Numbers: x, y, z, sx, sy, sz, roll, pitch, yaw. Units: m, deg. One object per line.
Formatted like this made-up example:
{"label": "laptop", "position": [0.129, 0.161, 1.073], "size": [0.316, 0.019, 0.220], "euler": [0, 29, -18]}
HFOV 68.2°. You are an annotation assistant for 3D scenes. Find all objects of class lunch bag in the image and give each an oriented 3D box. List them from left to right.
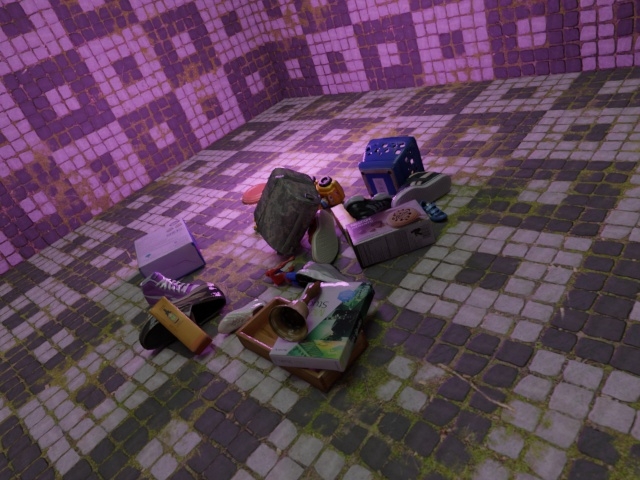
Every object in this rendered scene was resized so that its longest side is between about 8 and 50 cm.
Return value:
{"label": "lunch bag", "position": [-0.135, -0.117, 2.004], "size": [0.213, 0.305, 0.256], "euler": [14, 31, -28]}

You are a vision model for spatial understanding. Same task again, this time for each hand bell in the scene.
{"label": "hand bell", "position": [-0.048, 0.189, 1.449], "size": [0.126, 0.126, 0.242], "euler": [-5, 23, 27]}

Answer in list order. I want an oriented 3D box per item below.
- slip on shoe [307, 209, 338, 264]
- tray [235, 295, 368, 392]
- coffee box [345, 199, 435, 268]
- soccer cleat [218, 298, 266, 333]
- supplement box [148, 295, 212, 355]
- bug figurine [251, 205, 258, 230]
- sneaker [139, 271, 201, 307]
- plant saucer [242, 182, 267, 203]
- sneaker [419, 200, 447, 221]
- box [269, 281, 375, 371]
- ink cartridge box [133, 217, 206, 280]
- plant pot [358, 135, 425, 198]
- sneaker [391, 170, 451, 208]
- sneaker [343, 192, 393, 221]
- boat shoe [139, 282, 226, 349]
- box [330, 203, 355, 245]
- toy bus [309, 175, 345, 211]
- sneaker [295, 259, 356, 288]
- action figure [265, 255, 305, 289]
{"label": "slip on shoe", "position": [0.000, 0.000, 1.964], "size": [0.101, 0.123, 0.331], "euler": [-47, 26, 29]}
{"label": "tray", "position": [-0.070, 0.316, 1.516], "size": [0.411, 0.076, 0.203], "euler": [15, 46, 44]}
{"label": "coffee box", "position": [0.262, -0.026, 1.809], "size": [0.298, 0.118, 0.168], "euler": [-20, 31, 3]}
{"label": "soccer cleat", "position": [-0.281, 0.279, 1.717], "size": [0.196, 0.068, 0.076], "euler": [-32, 35, -24]}
{"label": "supplement box", "position": [-0.496, 0.302, 1.677], "size": [0.233, 0.080, 0.078], "euler": [37, 73, 15]}
{"label": "bug figurine", "position": [-0.233, -0.131, 2.337], "size": [0.217, 0.072, 0.278], "euler": [-21, 34, 12]}
{"label": "sneaker", "position": [-0.627, 0.198, 1.971], "size": [0.283, 0.160, 0.102], "euler": [-11, 30, 15]}
{"label": "plant saucer", "position": [-0.355, -0.273, 2.674], "size": [0.200, 0.037, 0.199], "euler": [-15, 31, 9]}
{"label": "sneaker", "position": [0.448, -0.119, 1.901], "size": [0.053, 0.059, 0.144], "euler": [-31, 32, -20]}
{"label": "box", "position": [0.012, 0.250, 1.442], "size": [0.233, 0.058, 0.322], "euler": [-4, 36, 28]}
{"label": "ink cartridge box", "position": [-0.740, 0.045, 2.293], "size": [0.270, 0.151, 0.395], "euler": [-28, 32, -12]}
{"label": "plant pot", "position": [0.315, -0.315, 2.142], "size": [0.236, 0.235, 0.212], "euler": [5, 46, 37]}
{"label": "sneaker", "position": [0.400, -0.202, 2.003], "size": [0.321, 0.126, 0.128], "euler": [-25, 33, -28]}
{"label": "sneaker", "position": [0.229, -0.111, 1.983], "size": [0.269, 0.101, 0.153], "euler": [-5, 58, -35]}
{"label": "boat shoe", "position": [-0.514, 0.288, 1.783], "size": [0.355, 0.132, 0.130], "euler": [-38, 34, -25]}
{"label": "box", "position": [0.108, -0.070, 2.011], "size": [0.058, 0.087, 0.232], "euler": [-23, 31, -2]}
{"label": "toy bus", "position": [-0.022, -0.189, 2.244], "size": [0.221, 0.149, 0.211], "euler": [5, 52, 34]}
{"label": "sneaker", "position": [0.053, 0.136, 1.632], "size": [0.272, 0.100, 0.108], "euler": [20, 50, 17]}
{"label": "action figure", "position": [-0.090, 0.120, 1.827], "size": [0.281, 0.091, 0.139], "euler": [5, 46, 36]}
